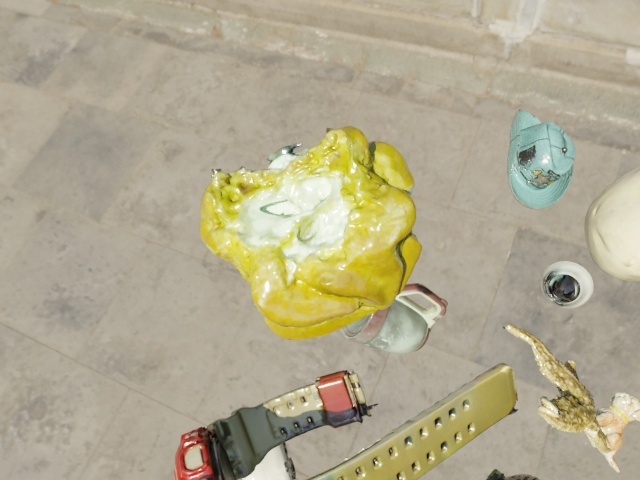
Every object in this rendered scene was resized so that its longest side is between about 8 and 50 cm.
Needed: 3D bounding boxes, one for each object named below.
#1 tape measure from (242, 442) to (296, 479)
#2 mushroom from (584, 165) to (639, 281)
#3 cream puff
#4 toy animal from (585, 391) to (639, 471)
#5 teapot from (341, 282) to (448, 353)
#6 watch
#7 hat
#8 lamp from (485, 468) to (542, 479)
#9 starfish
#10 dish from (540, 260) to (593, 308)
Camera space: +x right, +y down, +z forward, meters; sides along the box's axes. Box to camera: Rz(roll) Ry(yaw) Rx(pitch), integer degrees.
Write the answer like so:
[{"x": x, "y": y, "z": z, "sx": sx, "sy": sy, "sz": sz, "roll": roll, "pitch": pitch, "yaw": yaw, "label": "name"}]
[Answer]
[{"x": -0.126, "y": 0.570, "z": 1.329, "sx": 0.130, "sy": 0.265, "sz": 0.258, "roll": -13, "pitch": 48, "yaw": -10, "label": "tape measure"}, {"x": 0.607, "y": -0.020, "z": 0.934, "sx": 0.315, "sy": 0.315, "sz": 0.356, "roll": 16, "pitch": 64, "yaw": 19, "label": "mushroom"}, {"x": -0.005, "y": 0.002, "z": 0.810, "sx": 0.323, "sy": 0.274, "sz": 0.269, "roll": -16, "pitch": 84, "yaw": 15, "label": "cream puff"}, {"x": 0.883, "y": 0.553, "z": 1.599, "sx": 0.185, "sy": 0.104, "sz": 0.183, "roll": -28, "pitch": 83, "yaw": -16, "label": "toy animal"}, {"x": 0.282, "y": 0.269, "z": 1.955, "sx": 0.315, "sy": 0.312, "sz": 0.233, "roll": -50, "pitch": 27, "yaw": 31, "label": "teapot"}, {"x": 0.013, "y": 0.163, "z": 0.455, "sx": 0.268, "sy": 0.165, "sz": 0.102, "roll": -22, "pitch": 100, "yaw": -19, "label": "watch"}, {"x": 0.380, "y": -0.147, "z": 0.913, "sx": 0.138, "sy": 0.078, "sz": 0.190, "roll": 30, "pitch": 62, "yaw": -22, "label": "hat"}, {"x": 0.558, "y": 0.777, "z": 1.551, "sx": 0.247, "sy": 0.247, "sz": 0.247, "roll": -5, "pitch": 61, "yaw": 9, "label": "lamp"}, {"x": 0.597, "y": 0.359, "z": 1.345, "sx": 0.082, "sy": 0.432, "sz": 0.324, "roll": -39, "pitch": 37, "yaw": 26, "label": "starfish"}, {"x": 0.688, "y": 0.135, "z": 1.534, "sx": 0.141, "sy": 0.078, "sz": 0.141, "roll": 9, "pitch": 107, "yaw": 32, "label": "dish"}]
